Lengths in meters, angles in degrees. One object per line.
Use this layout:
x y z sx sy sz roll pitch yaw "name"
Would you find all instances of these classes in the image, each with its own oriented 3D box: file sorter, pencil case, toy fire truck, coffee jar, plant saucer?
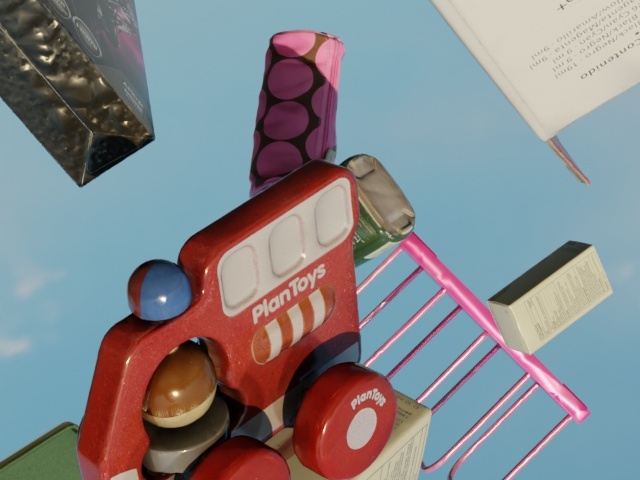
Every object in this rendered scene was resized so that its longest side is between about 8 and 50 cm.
0.123 0.139 2.087 0.182 0.290 0.202 -45 -172 1 "file sorter"
-0.019 -0.133 1.994 0.098 0.095 0.209 -26 -128 46 "pencil case"
-0.079 0.095 1.504 0.302 0.254 0.169 -32 -140 -34 "toy fire truck"
0.000 0.000 1.800 0.184 0.096 0.079 -36 177 35 "coffee jar"
-0.330 0.304 2.286 0.188 0.188 0.045 -32 -137 11 "plant saucer"

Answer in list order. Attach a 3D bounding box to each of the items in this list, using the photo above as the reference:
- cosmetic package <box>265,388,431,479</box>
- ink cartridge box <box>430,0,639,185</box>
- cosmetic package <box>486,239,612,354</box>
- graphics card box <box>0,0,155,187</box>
-0.033 0.247 1.671 0.129 0.153 0.296 26 -147 22 "cosmetic package"
0.072 -0.217 0.900 0.130 0.272 0.309 -33 -123 10 "ink cartridge box"
0.224 0.055 1.792 0.115 0.060 0.041 -32 -158 -22 "cosmetic package"
-0.265 -0.238 1.718 0.094 0.233 0.371 -31 -149 11 "graphics card box"
